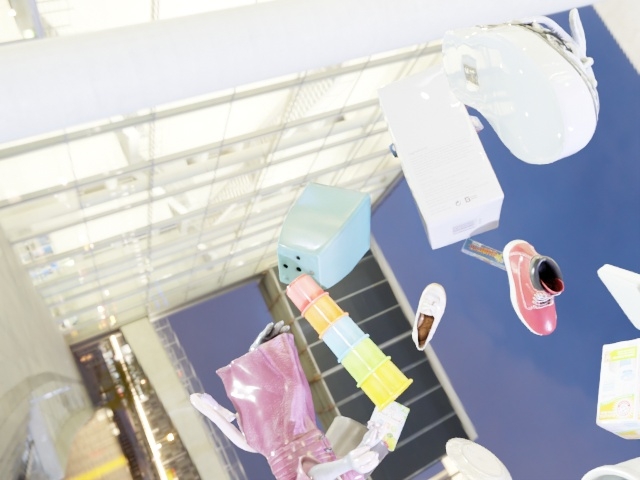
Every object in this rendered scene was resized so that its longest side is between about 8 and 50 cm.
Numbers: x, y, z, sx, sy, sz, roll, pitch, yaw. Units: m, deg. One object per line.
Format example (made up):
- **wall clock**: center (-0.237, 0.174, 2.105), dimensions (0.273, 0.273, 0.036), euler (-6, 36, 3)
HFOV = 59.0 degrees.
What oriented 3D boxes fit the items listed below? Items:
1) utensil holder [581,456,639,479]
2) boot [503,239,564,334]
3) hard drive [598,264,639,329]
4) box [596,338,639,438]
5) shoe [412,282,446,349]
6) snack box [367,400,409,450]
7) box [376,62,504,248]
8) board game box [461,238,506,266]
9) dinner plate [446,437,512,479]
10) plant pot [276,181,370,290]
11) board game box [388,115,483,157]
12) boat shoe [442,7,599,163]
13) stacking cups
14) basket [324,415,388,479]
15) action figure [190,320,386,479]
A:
- **utensil holder**: center (0.928, 0.715, 1.461), dimensions (0.327, 0.385, 0.328), euler (176, -90, -68)
- **boot**: center (0.500, 0.131, 1.271), dimensions (0.176, 0.088, 0.244), euler (-115, -179, -73)
- **hard drive**: center (0.802, 0.168, 1.337), dimensions (0.203, 0.040, 0.307), euler (52, 2, -7)
- **box**: center (0.740, 0.352, 1.334), dimensions (0.103, 0.203, 0.114), euler (27, -27, -12)
- **shoe**: center (0.324, 0.231, 1.694), dimensions (0.076, 0.058, 0.219), euler (15, -64, 11)
- **snack box**: center (0.211, 0.585, 1.813), dimensions (0.100, 0.141, 0.037), euler (26, -20, 3)
- **box**: center (0.271, -0.187, 1.299), dimensions (0.215, 0.168, 0.346), euler (47, 24, -69)
- **board game box**: center (0.523, 0.053, 1.694), dimensions (0.201, 0.035, 0.136), euler (24, 0, 12)
- **dinner plate**: center (0.314, 0.435, 1.110), dimensions (0.141, 0.141, 0.017), euler (41, -67, 47)
- **plant pot**: center (0.000, 0.000, 1.328), dimensions (0.165, 0.234, 0.166), euler (13, -52, 21)
- **board game box**: center (0.326, -0.289, 1.581), dimensions (0.165, 0.243, 0.042), euler (-41, -114, 38)
- **boat shoe**: center (0.206, -0.161, 0.549), dimensions (0.306, 0.104, 0.113), euler (-94, 168, -69)
- **stacking cups**: center (0.044, 0.206, 1.172), dimensions (0.316, 0.096, 0.096), euler (44, -31, 18)
- **basket**: center (0.043, 0.605, 1.489), dimensions (0.154, 0.227, 0.204), euler (49, -30, -13)
- **action figure**: center (-0.042, 0.322, 0.849), dimensions (0.370, 0.275, 0.248), euler (62, 3, 30)
